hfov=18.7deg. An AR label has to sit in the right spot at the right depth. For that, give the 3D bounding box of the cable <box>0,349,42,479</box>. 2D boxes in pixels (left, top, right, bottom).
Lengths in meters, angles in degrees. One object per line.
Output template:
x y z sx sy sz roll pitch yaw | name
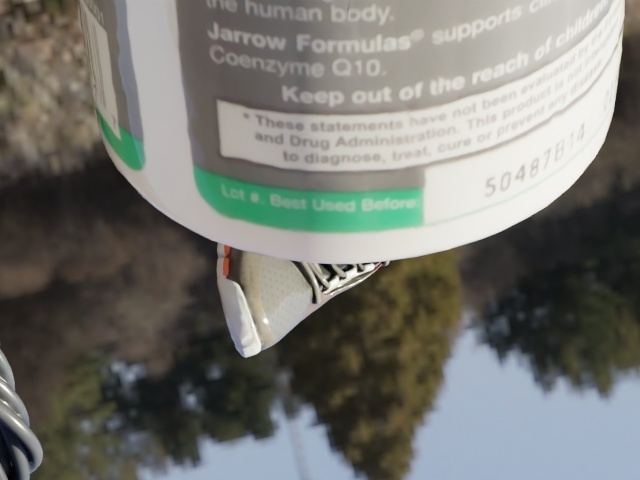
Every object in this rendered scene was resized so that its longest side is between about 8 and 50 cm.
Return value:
-0.212 0.071 0.859 0.184 0.151 0.047 -10 -145 20 | cable

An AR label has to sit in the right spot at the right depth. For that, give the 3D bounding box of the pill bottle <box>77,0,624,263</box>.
0.007 -0.186 0.643 0.204 0.361 0.204 -1 -139 1 | pill bottle

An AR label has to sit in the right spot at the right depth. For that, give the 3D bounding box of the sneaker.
0.000 0.000 0.922 0.064 0.061 0.158 -6 -154 23 | sneaker
